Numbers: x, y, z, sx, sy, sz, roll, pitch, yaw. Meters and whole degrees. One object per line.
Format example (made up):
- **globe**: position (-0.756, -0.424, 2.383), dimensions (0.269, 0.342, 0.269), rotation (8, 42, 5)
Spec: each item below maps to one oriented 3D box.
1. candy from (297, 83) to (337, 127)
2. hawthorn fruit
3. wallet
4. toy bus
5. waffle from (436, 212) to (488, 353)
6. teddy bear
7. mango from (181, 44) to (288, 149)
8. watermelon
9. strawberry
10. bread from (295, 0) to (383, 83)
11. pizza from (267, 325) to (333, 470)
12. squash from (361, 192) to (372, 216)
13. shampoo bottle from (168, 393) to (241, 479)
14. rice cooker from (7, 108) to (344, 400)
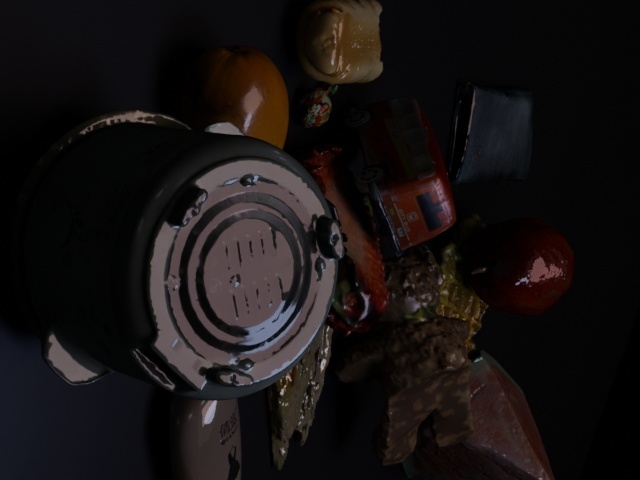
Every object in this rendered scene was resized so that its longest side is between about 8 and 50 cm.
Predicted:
- **candy**: position (0.014, -0.213, 1.783), dimensions (0.055, 0.049, 0.184), rotation (-60, 178, 39)
- **hawthorn fruit**: position (0.346, 0.045, 2.326), dimensions (0.251, 0.190, 0.189), rotation (6, 95, -43)
- **wallet**: position (0.332, -0.202, 2.446), dimensions (0.379, 0.046, 0.190), rotation (-10, 108, -63)
- **toy bus**: position (0.112, -0.105, 1.809), dimensions (0.265, 0.120, 0.121), rotation (-100, 167, -55)
- **waffle**: position (0.256, 0.114, 2.410), dimensions (0.312, 0.060, 0.307), rotation (-54, 146, -37)
- **teddy bear**: position (0.131, 0.185, 2.047), dimensions (0.246, 0.222, 0.296), rotation (-15, 136, -19)
- **mango**: position (-0.096, -0.137, 1.497), dimensions (0.219, 0.112, 0.144), rotation (81, 29, -60)
- **watermelon**: position (0.316, 0.316, 2.325), dimensions (0.283, 0.293, 0.250), rotation (83, 29, -55)
- **strawberry**: position (0.000, 0.000, 1.716), dimensions (0.233, 0.138, 0.306), rotation (64, 11, -12)
- **bread**: position (0.026, -0.269, 1.716), dimensions (0.177, 0.084, 0.119), rotation (-17, 114, -62)
- **pizza**: position (-0.032, 0.207, 1.860), dimensions (0.181, 0.034, 0.262), rotation (-7, 107, -65)
- **squash**: position (0.013, 0.018, 1.835), dimensions (0.239, 0.069, 0.069), rotation (-61, 150, -34)
- **shampoo bottle**: position (-0.142, 0.247, 1.590), dimensions (0.127, 0.078, 0.256), rotation (-42, 136, -51)
- **rice cooker**: position (-0.146, 0.014, 1.237), dimensions (0.264, 0.317, 0.316), rotation (46, 57, -35)
